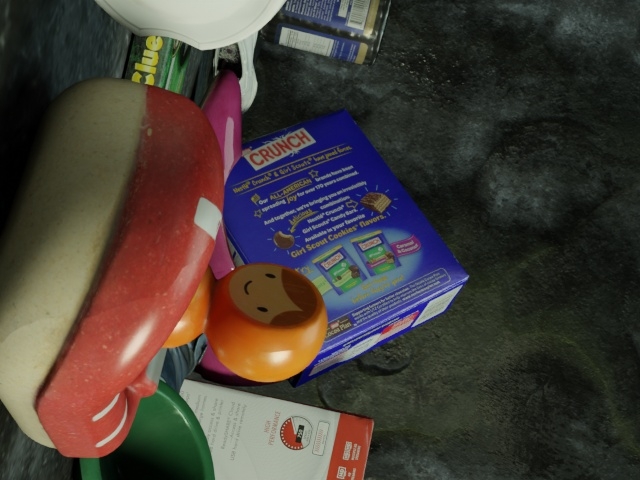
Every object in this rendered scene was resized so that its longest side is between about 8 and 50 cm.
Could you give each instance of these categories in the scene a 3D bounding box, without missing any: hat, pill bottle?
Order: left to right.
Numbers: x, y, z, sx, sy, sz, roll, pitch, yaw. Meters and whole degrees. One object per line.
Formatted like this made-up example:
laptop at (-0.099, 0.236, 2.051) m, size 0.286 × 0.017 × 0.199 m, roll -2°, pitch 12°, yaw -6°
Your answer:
hat at (-0.213, 0.229, 0.889) m, size 0.208 × 0.183 × 0.173 m, roll 46°, pitch 34°, yaw -42°
pill bottle at (-0.017, -0.327, 1.356) m, size 0.123 × 0.219 × 0.123 m, roll -166°, pitch -90°, yaw -86°

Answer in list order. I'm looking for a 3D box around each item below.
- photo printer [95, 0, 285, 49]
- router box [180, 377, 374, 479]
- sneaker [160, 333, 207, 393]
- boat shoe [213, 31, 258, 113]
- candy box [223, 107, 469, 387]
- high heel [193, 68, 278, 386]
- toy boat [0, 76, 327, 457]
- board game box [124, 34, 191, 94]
photo printer at (-0.022, -0.245, 0.362) m, size 0.308 × 0.107 × 0.256 m, roll 108°, pitch -7°, yaw -54°
router box at (-0.118, 0.347, 1.160) m, size 0.082 × 0.301 × 0.336 m, roll 123°, pitch -21°, yaw -79°
sneaker at (-0.176, 0.158, 1.061) m, size 0.226 × 0.086 × 0.163 m, roll 106°, pitch -2°, yaw -46°
boat shoe at (-0.120, -0.231, 1.328) m, size 0.184 × 0.066 × 0.063 m, roll 112°, pitch 4°, yaw -52°
candy box at (0.000, 0.000, 1.333) m, size 0.317 × 0.268 × 0.122 m, roll 57°, pitch -28°, yaw 19°
high heel at (-0.097, -0.009, 1.184) m, size 0.127 × 0.181 × 0.377 m, roll -91°, pitch -165°, yaw -74°
toy boat at (-0.070, 0.027, 0.468) m, size 0.231 × 0.151 × 0.151 m, roll 113°, pitch -11°, yaw -67°
board game box at (-0.109, -0.152, 0.697) m, size 0.136 × 0.030 × 0.260 m, roll 171°, pitch -68°, yaw -83°
